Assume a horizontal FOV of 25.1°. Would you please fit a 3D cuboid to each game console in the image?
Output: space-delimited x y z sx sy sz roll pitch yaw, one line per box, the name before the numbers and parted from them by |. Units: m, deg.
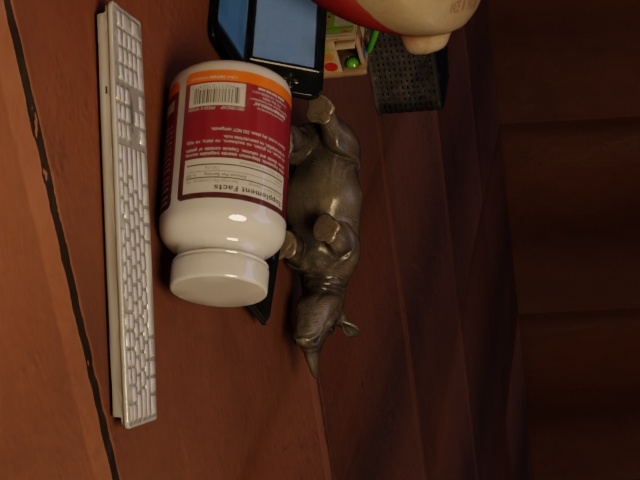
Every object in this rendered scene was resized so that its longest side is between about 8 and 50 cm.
game console | -0.040 -0.187 1.151 0.071 0.107 0.122 124 -28 -62

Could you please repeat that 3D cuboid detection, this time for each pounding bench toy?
pounding bench toy | 0.033 -0.201 1.435 0.065 0.083 0.052 69 22 -52

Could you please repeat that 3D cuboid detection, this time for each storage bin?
storage bin | 0.105 -0.258 1.770 0.122 0.084 0.180 -75 159 -53

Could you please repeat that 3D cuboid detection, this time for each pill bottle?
pill bottle | -0.064 -0.037 0.962 0.086 0.086 0.152 58 32 -65

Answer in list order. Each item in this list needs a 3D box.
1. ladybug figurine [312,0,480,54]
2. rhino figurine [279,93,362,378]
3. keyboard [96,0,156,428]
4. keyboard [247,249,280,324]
ladybug figurine | 0.013 -0.361 1.115 0.305 0.162 0.449 -24 103 -60
rhino figurine | 0.000 0.000 1.269 0.106 0.073 0.243 20 68 -73
keyboard | -0.117 -0.015 0.887 0.072 0.014 0.256 9 79 -77
keyboard | -0.063 -0.012 1.108 0.180 0.023 0.108 60 35 -65
